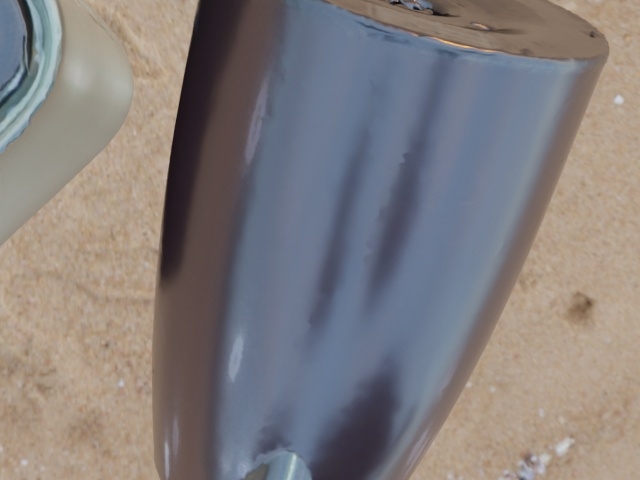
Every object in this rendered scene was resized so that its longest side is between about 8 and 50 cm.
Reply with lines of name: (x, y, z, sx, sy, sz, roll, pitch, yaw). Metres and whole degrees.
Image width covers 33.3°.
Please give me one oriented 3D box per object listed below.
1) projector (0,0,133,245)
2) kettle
projector: (-0.273, -0.104, 0.610, 0.248, 0.249, 0.248, -43, 94, 0)
kettle: (0.000, 0.000, 0.440, 0.144, 0.202, 0.232, 13, 115, -9)
